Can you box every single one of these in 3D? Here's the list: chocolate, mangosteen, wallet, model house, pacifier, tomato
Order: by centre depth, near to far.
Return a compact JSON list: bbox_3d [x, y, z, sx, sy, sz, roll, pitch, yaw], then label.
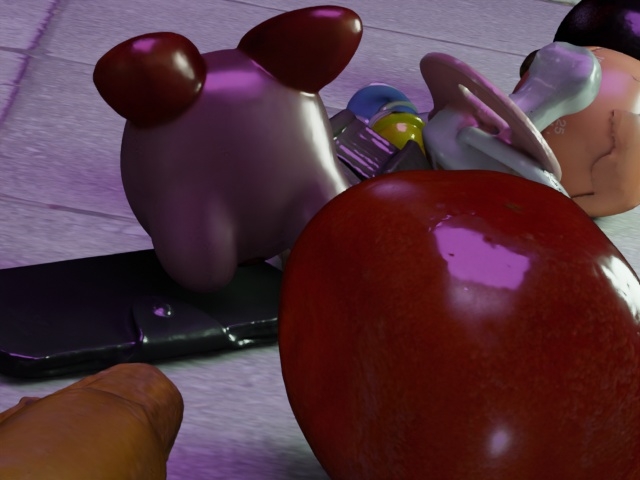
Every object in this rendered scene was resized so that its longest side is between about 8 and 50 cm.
[{"bbox_3d":[-0.190,0.194,1.119,0.162,0.162,0.445,14,15,6],"label":"chocolate"},{"bbox_3d":[0.118,0.092,1.334,0.293,0.289,0.325,6,27,-23],"label":"tomato"},{"bbox_3d":[-0.191,0.063,1.598,0.378,0.051,0.197,-7,26,-40],"label":"wallet"},{"bbox_3d":[0.042,-0.068,2.016,0.188,0.122,0.229,33,39,18],"label":"model house"},{"bbox_3d":[0.232,-0.133,2.074,0.220,0.273,0.332,7,-23,11],"label":"pacifier"},{"bbox_3d":[0.460,-0.238,2.509,0.313,0.297,0.297,-26,37,-28],"label":"mangosteen"}]

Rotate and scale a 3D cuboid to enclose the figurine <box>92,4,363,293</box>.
[{"bbox_3d":[-0.094,-0.098,1.650,0.270,0.261,0.211,-14,14,-20],"label":"figurine"}]

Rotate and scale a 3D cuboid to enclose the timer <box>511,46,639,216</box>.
[{"bbox_3d":[0.373,-0.149,2.262,0.215,0.229,0.230,26,24,36],"label":"timer"}]

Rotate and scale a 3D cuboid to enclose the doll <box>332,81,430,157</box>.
[{"bbox_3d":[0.094,-0.158,2.323,0.135,0.098,0.241,30,14,-20],"label":"doll"}]

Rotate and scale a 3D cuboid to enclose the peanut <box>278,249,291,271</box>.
[{"bbox_3d":[-0.001,-0.001,1.816,0.086,0.104,0.228,42,7,-21],"label":"peanut"}]
